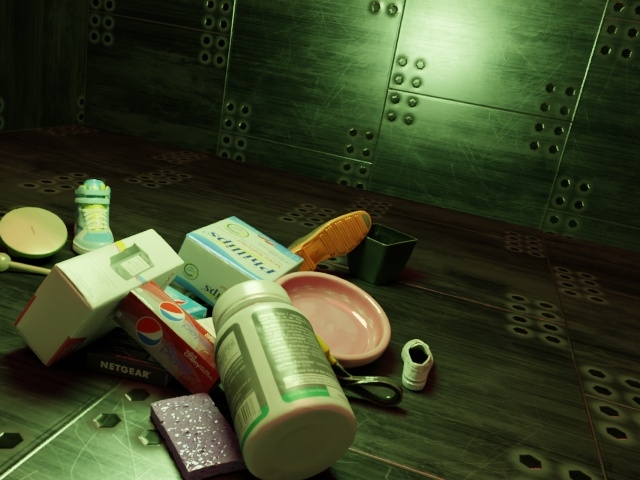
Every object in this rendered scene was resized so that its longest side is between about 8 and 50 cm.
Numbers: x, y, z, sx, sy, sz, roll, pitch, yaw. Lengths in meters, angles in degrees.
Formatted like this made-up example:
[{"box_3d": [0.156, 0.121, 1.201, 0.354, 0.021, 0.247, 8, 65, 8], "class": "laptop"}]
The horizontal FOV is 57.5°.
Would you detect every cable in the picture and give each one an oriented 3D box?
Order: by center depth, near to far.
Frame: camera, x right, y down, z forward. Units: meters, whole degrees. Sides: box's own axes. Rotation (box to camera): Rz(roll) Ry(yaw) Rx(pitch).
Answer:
[{"box_3d": [0.038, 0.312, 1.297, 0.287, 0.139, 0.072, 32, 15, 3], "class": "cable"}]

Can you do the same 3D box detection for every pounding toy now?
[{"box_3d": [-0.859, 0.023, 1.723, 0.183, 0.110, 0.237, 15, 44, -22], "class": "pounding toy"}]

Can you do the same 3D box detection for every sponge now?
[{"box_3d": [-0.228, 0.361, 1.088, 0.117, 0.031, 0.210, -2, 22, -34], "class": "sponge"}]

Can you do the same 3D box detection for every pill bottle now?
[{"box_3d": [-0.088, 0.248, 1.112, 0.204, 0.204, 0.361, 2, 34, -25], "class": "pill bottle"}]

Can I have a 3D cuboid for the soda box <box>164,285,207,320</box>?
[{"box_3d": [-0.388, 0.175, 1.509, 0.210, 0.071, 0.067, 23, 23, 35], "class": "soda box"}]

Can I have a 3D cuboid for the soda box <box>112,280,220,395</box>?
[{"box_3d": [-0.308, 0.210, 1.243, 0.263, 0.092, 0.083, 41, 21, 7], "class": "soda box"}]

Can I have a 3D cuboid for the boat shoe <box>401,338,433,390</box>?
[{"box_3d": [0.252, 0.295, 1.483, 0.083, 0.075, 0.226, 12, 18, 4], "class": "boat shoe"}]

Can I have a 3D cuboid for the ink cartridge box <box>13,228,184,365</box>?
[{"box_3d": [-0.491, 0.120, 1.321, 0.131, 0.226, 0.306, 46, 27, 4], "class": "ink cartridge box"}]

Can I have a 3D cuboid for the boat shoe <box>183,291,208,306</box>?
[{"box_3d": [-0.326, 0.162, 1.628, 0.049, 0.056, 0.152, 32, 26, 21], "class": "boat shoe"}]

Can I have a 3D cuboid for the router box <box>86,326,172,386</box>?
[{"box_3d": [-0.403, 0.255, 1.296, 0.179, 0.046, 0.133, 12, 18, 5], "class": "router box"}]

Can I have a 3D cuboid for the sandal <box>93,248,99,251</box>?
[{"box_3d": [-0.661, 0.086, 1.656, 0.060, 0.090, 0.219, -7, 19, 20], "class": "sandal"}]

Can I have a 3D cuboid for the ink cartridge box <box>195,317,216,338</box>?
[{"box_3d": [-0.229, 0.236, 1.413, 0.198, 0.067, 0.115, -6, 25, -41], "class": "ink cartridge box"}]

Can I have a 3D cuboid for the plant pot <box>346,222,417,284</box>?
[{"box_3d": [0.200, 0.052, 2.064, 0.188, 0.167, 0.187, 26, 23, 38], "class": "plant pot"}]

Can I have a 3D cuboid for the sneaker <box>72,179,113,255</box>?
[{"box_3d": [-0.734, -0.080, 1.888, 0.127, 0.208, 0.319, 1, 20, -32], "class": "sneaker"}]

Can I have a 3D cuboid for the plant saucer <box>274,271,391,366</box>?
[{"box_3d": [0.013, 0.211, 1.500, 0.332, 0.084, 0.332, 16, 31, -10], "class": "plant saucer"}]

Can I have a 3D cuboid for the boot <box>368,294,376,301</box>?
[{"box_3d": [0.048, 0.194, 1.731, 0.198, 0.077, 0.137, -2, 9, -39], "class": "boot"}]

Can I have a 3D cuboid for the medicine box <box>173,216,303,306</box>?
[{"box_3d": [-0.230, 0.079, 1.654, 0.263, 0.149, 0.289, 31, 19, 9], "class": "medicine box"}]

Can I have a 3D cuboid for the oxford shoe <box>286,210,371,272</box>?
[{"box_3d": [0.000, 0.000, 1.959, 0.364, 0.130, 0.133, -29, 23, -10], "class": "oxford shoe"}]
